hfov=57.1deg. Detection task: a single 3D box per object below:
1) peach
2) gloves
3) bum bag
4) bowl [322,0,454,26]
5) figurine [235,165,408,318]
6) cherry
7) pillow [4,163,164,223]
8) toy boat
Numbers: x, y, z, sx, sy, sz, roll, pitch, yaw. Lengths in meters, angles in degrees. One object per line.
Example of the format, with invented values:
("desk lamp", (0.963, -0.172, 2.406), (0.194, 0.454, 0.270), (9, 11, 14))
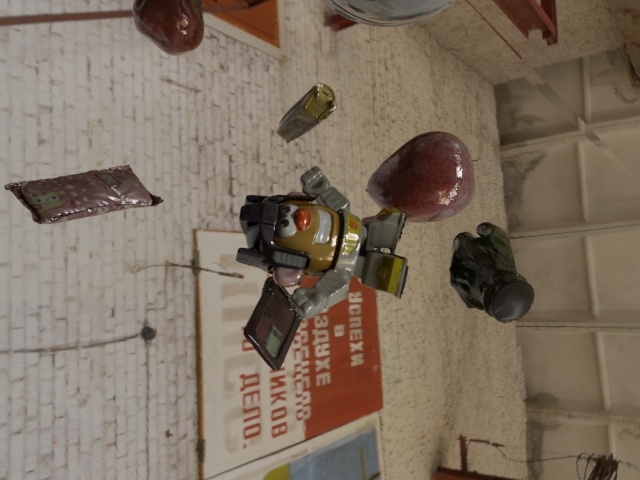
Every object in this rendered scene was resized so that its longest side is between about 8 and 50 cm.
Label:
("peach", (-0.295, -0.460, 1.188), (0.152, 0.152, 0.152), (-2, -93, 34))
("gloves", (0.267, 0.045, 0.965), (0.107, 0.268, 0.135), (24, -75, -3))
("bum bag", (-0.084, 0.147, 1.060), (0.026, 0.159, 0.109), (-20, -63, 31))
("bowl", (0.123, -0.461, 0.875), (0.345, 0.345, 0.157), (-41, -148, 26))
("figurine", (-0.001, 0.004, 0.995), (0.308, 0.308, 0.143), (37, -50, 30))
("cherry", (0.268, -0.155, 1.520), (0.307, 0.261, 0.221), (-15, -113, 7))
("pillow", (-0.313, -0.061, 0.794), (0.118, 0.185, 0.043), (35, -55, 32))
("toy boat", (-0.031, -0.275, 1.277), (0.088, 0.068, 0.226), (-57, -165, -23))
